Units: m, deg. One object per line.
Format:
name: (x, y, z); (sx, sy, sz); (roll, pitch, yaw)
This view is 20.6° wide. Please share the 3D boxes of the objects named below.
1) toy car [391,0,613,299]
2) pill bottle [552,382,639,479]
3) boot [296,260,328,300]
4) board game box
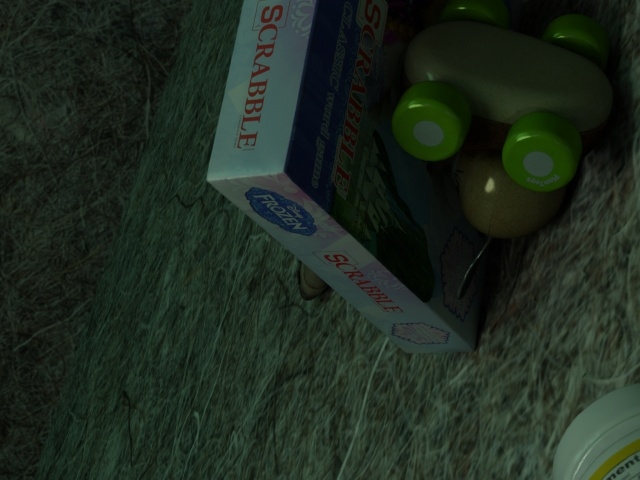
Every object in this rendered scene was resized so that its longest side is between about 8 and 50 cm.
toy car: (0.120, -0.056, 1.261); (0.155, 0.149, 0.188); (-65, -12, -48)
pill bottle: (0.184, 0.157, 0.829); (0.208, 0.119, 0.119); (-109, 38, -65)
boot: (0.000, 0.000, 1.780); (0.087, 0.042, 0.118); (115, 171, -55)
board game box: (0.048, -0.119, 1.298); (0.066, 0.318, 0.318); (-2, 66, 28)
